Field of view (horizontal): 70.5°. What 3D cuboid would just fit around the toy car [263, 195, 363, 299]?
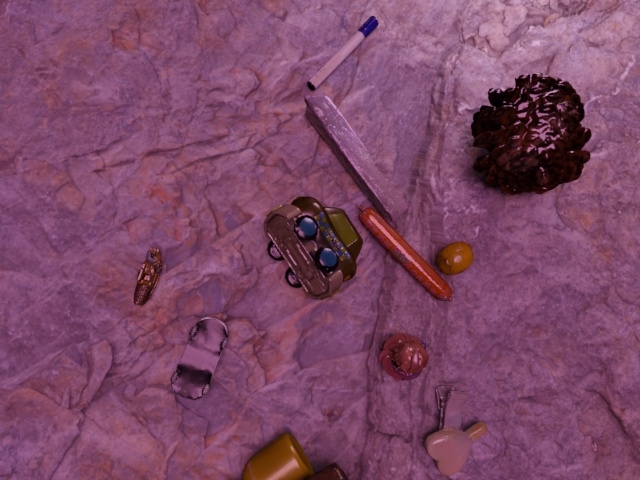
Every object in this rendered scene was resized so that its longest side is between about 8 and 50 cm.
[{"bbox_3d":[0.000,0.000,1.125,0.198,0.204,0.247,-34,90,-31],"label":"toy car"}]

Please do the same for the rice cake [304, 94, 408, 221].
[{"bbox_3d":[0.091,-0.221,1.197,0.070,0.064,0.398,-36,89,-17],"label":"rice cake"}]

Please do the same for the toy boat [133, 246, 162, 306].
[{"bbox_3d":[-0.426,0.090,1.121,0.047,0.049,0.149,16,83,-3],"label":"toy boat"}]

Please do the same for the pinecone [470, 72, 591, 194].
[{"bbox_3d":[0.522,-0.273,1.156,0.299,0.242,0.295,5,87,-12],"label":"pinecone"}]

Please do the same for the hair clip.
[{"bbox_3d":[0.342,0.488,1.157,0.159,0.071,0.218,5,88,-8],"label":"hair clip"}]

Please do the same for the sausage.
[{"bbox_3d":[0.221,0.036,1.190,0.053,0.053,0.348,-44,90,-8],"label":"sausage"}]

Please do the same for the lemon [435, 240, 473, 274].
[{"bbox_3d":[0.356,0.045,1.189,0.111,0.082,0.082,-30,88,-12],"label":"lemon"}]

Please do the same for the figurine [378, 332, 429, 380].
[{"bbox_3d":[0.211,0.283,1.126,0.126,0.157,0.113,-24,66,-3],"label":"figurine"}]

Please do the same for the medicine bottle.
[{"bbox_3d":[-0.133,0.566,1.068,0.213,0.122,0.121,-34,89,-7],"label":"medicine bottle"}]

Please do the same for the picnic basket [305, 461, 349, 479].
[{"bbox_3d":[0.026,0.696,0.994,0.254,0.320,0.291,-23,43,-16],"label":"picnic basket"}]

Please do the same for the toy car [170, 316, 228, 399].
[{"bbox_3d":[-0.292,0.286,1.112,0.096,0.056,0.204,21,79,-3],"label":"toy car"}]

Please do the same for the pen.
[{"bbox_3d":[0.062,-0.511,1.237,0.033,0.033,0.269,42,82,-1],"label":"pen"}]
